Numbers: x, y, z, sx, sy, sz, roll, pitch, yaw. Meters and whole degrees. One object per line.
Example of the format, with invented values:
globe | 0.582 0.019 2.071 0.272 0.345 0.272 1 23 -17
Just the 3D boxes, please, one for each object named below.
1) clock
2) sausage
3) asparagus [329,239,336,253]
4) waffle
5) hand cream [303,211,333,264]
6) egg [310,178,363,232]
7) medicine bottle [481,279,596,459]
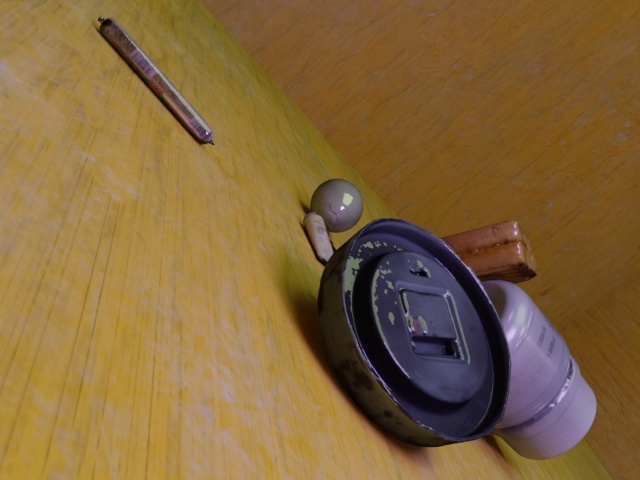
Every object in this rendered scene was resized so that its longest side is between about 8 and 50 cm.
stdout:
clock | 0.136 0.124 0.986 0.325 0.067 0.325 25 47 -30
sausage | -0.261 -0.255 1.144 0.269 0.033 0.033 48 10 -7
asparagus | 0.037 0.042 1.383 0.233 0.023 0.022 56 -32 30
waffle | 0.273 0.057 1.479 0.224 0.327 0.098 25 54 -62
hand cream | 0.000 0.000 1.341 0.061 0.039 0.143 44 17 -41
egg | 0.035 -0.073 1.518 0.114 0.114 0.152 48 16 -11
medicine bottle | 0.368 0.255 1.388 0.306 0.245 0.245 47 11 -18
